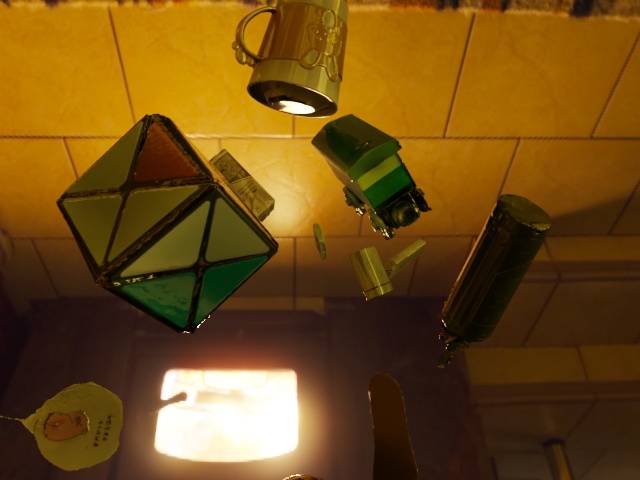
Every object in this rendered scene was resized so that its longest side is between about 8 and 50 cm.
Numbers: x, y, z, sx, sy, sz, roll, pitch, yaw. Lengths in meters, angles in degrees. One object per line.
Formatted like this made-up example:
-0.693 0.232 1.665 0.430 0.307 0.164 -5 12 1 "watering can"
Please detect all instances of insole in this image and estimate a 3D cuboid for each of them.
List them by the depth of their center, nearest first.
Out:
0.141 0.417 1.225 0.111 0.327 0.007 -3 -174 40 "insole"

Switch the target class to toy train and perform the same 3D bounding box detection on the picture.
0.097 -0.128 1.242 0.120 0.301 0.202 -35 117 -1 "toy train"

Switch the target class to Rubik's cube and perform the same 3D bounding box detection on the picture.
-0.262 -0.028 1.101 0.248 0.250 0.246 -42 144 0 "Rubik's cube"

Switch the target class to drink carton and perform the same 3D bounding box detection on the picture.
-0.242 -0.148 1.866 0.222 0.102 0.134 46 168 2 "drink carton"

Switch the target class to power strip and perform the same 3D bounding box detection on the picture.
0.260 0.059 1.967 0.227 0.029 0.080 -30 153 -45 "power strip"

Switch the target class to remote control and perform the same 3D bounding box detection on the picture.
0.000 0.000 1.828 0.029 0.162 0.061 -12 111 -4 "remote control"

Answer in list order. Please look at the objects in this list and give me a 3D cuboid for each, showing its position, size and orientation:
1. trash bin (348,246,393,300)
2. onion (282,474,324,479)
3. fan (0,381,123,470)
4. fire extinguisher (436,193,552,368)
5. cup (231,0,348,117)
0.136 0.086 1.673 0.059 0.129 0.116 -25 173 20 "trash bin"
-0.039 0.600 1.249 0.219 0.252 0.252 37 129 -9 "onion"
-0.565 0.372 1.286 0.310 0.182 0.010 12 166 -20 "fan"
0.273 0.080 1.050 0.095 0.114 0.311 28 124 15 "fire extinguisher"
-0.057 -0.379 1.235 0.241 0.226 0.185 19 171 -35 "cup"
